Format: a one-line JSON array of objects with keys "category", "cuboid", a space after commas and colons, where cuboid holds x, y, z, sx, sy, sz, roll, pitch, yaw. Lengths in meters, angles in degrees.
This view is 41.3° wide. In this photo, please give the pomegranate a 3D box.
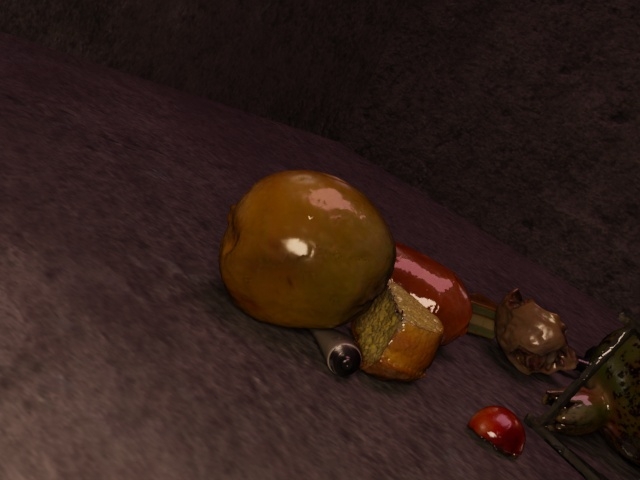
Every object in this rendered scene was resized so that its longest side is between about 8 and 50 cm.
[{"category": "pomegranate", "cuboid": [0.584, 0.308, 1.600, 0.340, 0.285, 0.285, -10, 22, -9]}]

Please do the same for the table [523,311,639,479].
[{"category": "table", "cuboid": [0.519, 0.319, 1.216, 0.335, 0.222, 0.272, 41, 2, -37]}]

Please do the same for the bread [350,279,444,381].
[{"category": "bread", "cuboid": [0.138, 0.167, 1.471, 0.134, 0.129, 0.260, 31, 13, -16]}]

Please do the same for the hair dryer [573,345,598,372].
[{"category": "hair dryer", "cuboid": [0.584, 0.305, 1.983, 0.271, 0.091, 0.235, 14, 24, -2]}]

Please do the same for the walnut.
[{"category": "walnut", "cuboid": [0.456, 0.208, 1.874, 0.204, 0.141, 0.238, 51, 2, 36]}]

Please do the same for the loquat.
[{"category": "loquat", "cuboid": [-0.024, 0.020, 1.406, 0.284, 0.276, 0.276, 29, 13, 10]}]

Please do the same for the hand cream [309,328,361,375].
[{"category": "hand cream", "cuboid": [0.026, 0.173, 1.402, 0.087, 0.054, 0.186, 19, 8, -12]}]

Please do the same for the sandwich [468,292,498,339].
[{"category": "sandwich", "cuboid": [0.334, 0.161, 1.983, 0.163, 0.079, 0.113, 17, 14, -29]}]

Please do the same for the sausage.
[{"category": "sausage", "cuboid": [0.183, 0.108, 1.715, 0.268, 0.153, 0.141, 30, 54, 11]}]

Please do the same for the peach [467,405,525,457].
[{"category": "peach", "cuboid": [0.293, 0.304, 1.378, 0.098, 0.061, 0.098, 28, 6, -3]}]
